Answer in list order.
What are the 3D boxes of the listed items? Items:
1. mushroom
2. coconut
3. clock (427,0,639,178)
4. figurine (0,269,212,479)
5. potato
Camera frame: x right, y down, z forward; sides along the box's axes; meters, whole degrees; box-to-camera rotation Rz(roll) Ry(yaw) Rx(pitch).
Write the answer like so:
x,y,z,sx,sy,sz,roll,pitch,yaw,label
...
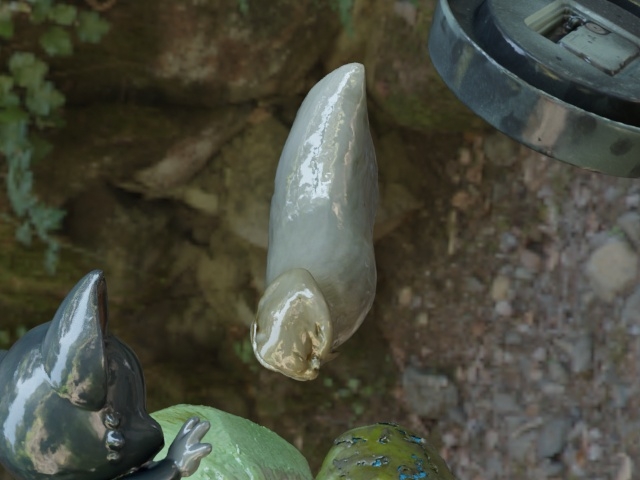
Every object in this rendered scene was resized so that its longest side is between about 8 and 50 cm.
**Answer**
x,y,z,sx,sy,sz,roll,pitch,yaw,label
0.000,0.001,1.240,0.177,0.126,0.397,87,-172,-48,mushroom
-0.168,0.346,1.454,0.328,0.328,0.281,-156,61,-69,coconut
0.312,-0.217,1.399,0.386,0.386,0.076,-107,29,-45,clock
-0.187,0.179,0.834,0.193,0.140,0.265,-26,47,49,figurine
0.030,0.187,0.794,0.198,0.119,0.054,-52,-48,-50,potato
